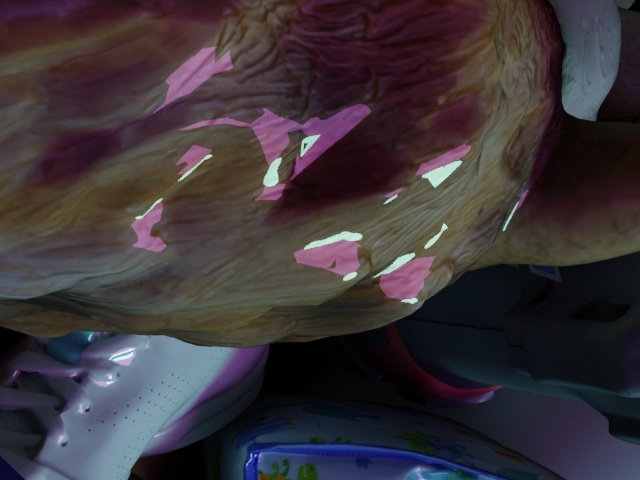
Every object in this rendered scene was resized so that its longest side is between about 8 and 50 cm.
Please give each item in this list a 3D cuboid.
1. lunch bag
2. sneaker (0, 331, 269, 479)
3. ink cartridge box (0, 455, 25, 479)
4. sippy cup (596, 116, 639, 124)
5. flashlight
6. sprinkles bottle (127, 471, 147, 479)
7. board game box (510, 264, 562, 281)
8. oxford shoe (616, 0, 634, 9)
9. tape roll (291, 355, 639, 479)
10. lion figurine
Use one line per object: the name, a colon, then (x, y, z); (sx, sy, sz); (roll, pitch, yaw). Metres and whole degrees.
lunch bag: (0.035, 0.107, 0.741); (0.129, 0.151, 0.096); (-157, -112, -78)
sneaker: (-0.082, 0.046, 0.635); (0.212, 0.080, 0.094); (-44, 159, -49)
ink cartridge box: (-0.209, 0.179, 0.463); (0.270, 0.151, 0.395); (-24, 151, -57)
sippy cup: (0.211, 0.010, 0.926); (0.240, 0.224, 0.306); (18, 88, -37)
flashlight: (0.085, 0.017, 0.683); (0.103, 0.103, 0.304); (-63, -163, -9)
sprinkles bottle: (-0.145, 0.233, 0.776); (0.121, 0.121, 0.355); (-30, 154, -45)
board game box: (0.000, 0.000, 0.584); (0.133, 0.168, 0.033); (-15, 109, -25)
oxford shoe: (0.095, -0.140, 0.665); (0.076, 0.076, 0.212); (-22, 149, -36)
tape roll: (0.074, 0.155, 0.931); (0.169, 0.246, 0.246); (-47, 162, -8)
lion figurine: (0.032, -0.058, 0.526); (0.240, 0.142, 0.392); (-8, -178, 18)
